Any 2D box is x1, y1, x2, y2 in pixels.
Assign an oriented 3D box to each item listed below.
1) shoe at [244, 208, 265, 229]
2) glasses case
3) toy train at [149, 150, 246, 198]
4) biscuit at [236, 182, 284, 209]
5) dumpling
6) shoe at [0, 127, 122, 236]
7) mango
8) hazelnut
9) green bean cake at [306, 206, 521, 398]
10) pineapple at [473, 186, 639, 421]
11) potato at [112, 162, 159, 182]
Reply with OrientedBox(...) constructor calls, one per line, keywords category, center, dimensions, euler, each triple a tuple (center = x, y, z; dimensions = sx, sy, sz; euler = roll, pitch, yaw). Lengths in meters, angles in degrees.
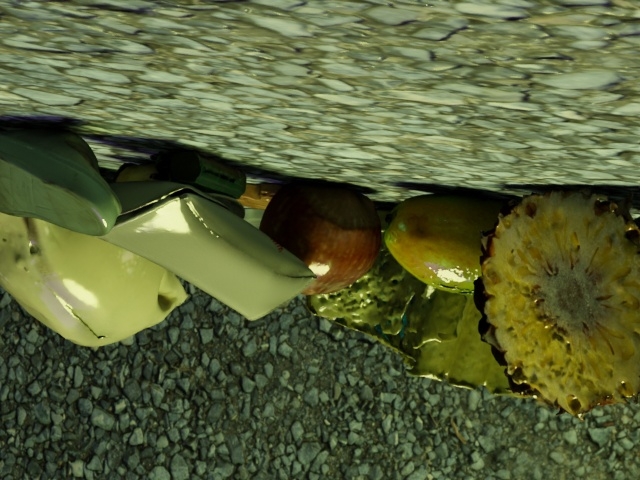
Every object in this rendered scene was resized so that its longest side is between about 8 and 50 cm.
OrientedBox(category="shoe", center=(-0.040, 0.008, 2.268), dimensions=(0.095, 0.110, 0.265), euler=(9, 178, -26))
OrientedBox(category="glasses case", center=(-0.127, -0.004, 1.701), dimensions=(0.128, 0.083, 0.308), euler=(-18, 152, 24))
OrientedBox(category="toy train", center=(-0.137, -0.073, 1.693), dimensions=(0.071, 0.038, 0.148), euler=(2, 175, 19))
OrientedBox(category="biscuit", center=(-0.058, -0.053, 1.975), dimensions=(0.133, 0.027, 0.184), euler=(7, 177, -37))
OrientedBox(category="dumpling", center=(-0.366, 0.012, 2.019), dimensions=(0.315, 0.233, 0.395), euler=(1, 162, 27))
OrientedBox(category="shoe", center=(-0.277, -0.075, 1.577), dimensions=(0.251, 0.103, 0.100), euler=(20, -130, 42))
OrientedBox(category="mango", center=(0.182, 0.009, 1.758), dimensions=(0.233, 0.125, 0.111), euler=(17, 134, -26))
OrientedBox(category="hazelnut", center=(0.000, 0.000, 1.845), dimensions=(0.154, 0.143, 0.143), euler=(10, 175, -41))
OrientedBox(category="green bean cake", center=(0.137, 0.057, 1.953), dimensions=(0.285, 0.202, 0.310), euler=(17, -175, -13))
OrientedBox(category="pineapple", center=(0.341, 0.052, 1.659), dimensions=(0.272, 0.262, 0.262), euler=(-8, -173, -43))
OrientedBox(category="potato", center=(-0.184, -0.059, 1.796), dimensions=(0.103, 0.066, 0.096), euler=(-1, -172, 25))
